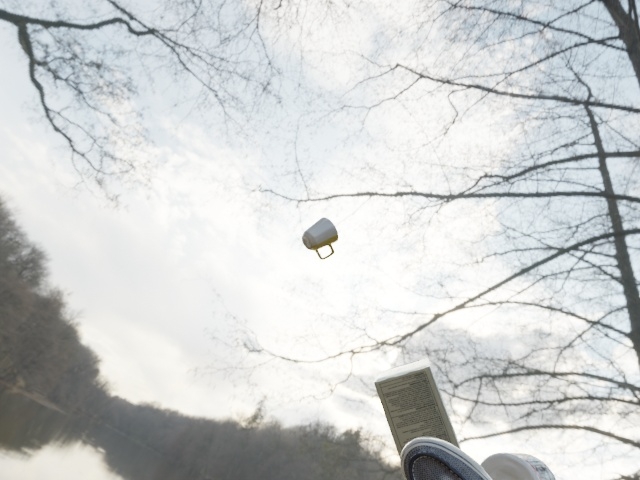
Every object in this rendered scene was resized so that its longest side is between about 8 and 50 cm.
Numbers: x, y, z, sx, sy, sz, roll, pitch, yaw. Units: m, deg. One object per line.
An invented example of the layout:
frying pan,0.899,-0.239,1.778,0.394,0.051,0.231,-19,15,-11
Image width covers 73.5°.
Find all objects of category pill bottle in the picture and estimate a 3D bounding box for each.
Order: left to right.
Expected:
pill bottle,0.606,0.736,1.290,0.177,0.176,0.319,-1,-23,40

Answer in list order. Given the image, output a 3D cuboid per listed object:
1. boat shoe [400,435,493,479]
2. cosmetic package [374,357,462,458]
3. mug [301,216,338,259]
boat shoe,0.247,0.455,0.637,0.340,0.127,0.158,43,7,22
cosmetic package,0.258,0.471,1.092,0.153,0.295,0.129,-19,-9,10
mug,0.000,-0.003,0.914,0.078,0.064,0.062,52,-30,13
